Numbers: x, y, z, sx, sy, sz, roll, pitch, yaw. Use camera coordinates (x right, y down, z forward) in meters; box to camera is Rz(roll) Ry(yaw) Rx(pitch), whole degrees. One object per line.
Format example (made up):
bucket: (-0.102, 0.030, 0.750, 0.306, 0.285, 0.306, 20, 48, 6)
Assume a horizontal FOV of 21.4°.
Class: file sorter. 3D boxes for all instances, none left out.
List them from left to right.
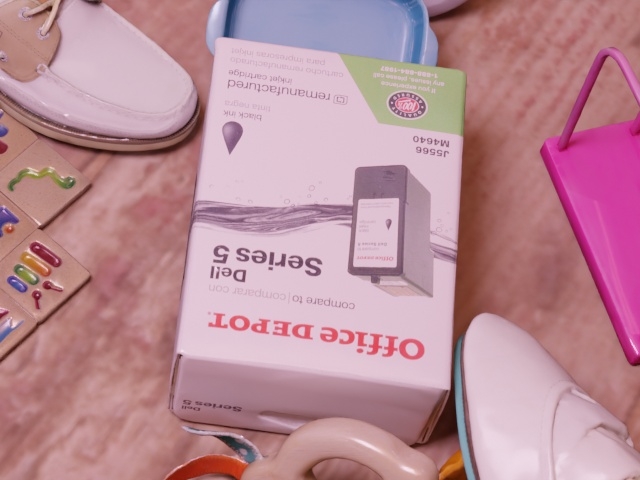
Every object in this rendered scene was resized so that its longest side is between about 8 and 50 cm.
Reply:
file sorter: (0.359, -0.060, 1.323, 0.290, 0.182, 0.202, -12, 64, -15)

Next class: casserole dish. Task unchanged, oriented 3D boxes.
casserole dish: (0.001, -0.162, 1.381, 0.188, 0.037, 0.114, 8, 96, -5)

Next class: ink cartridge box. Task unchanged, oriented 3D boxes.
ink cartridge box: (0.000, 0.000, 1.273, 0.198, 0.115, 0.273, 7, 61, -5)

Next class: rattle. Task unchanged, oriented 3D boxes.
rattle: (0.008, 0.153, 1.222, 0.199, 0.130, 0.143, 9, 46, 26)

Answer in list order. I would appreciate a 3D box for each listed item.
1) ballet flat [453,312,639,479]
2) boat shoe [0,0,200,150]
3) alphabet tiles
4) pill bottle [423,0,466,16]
ballet flat: (0.189, 0.229, 1.154, 0.139, 0.139, 0.400, -3, 68, -10)
boat shoe: (-0.231, -0.172, 1.331, 0.302, 0.103, 0.113, 26, 53, 3)
alphabet tiles: (-0.357, -0.026, 1.292, 0.342, 0.011, 0.285, 40, 64, 12)
pill bottle: (0.070, -0.307, 1.445, 0.121, 0.121, 0.216, -2, 62, -10)
